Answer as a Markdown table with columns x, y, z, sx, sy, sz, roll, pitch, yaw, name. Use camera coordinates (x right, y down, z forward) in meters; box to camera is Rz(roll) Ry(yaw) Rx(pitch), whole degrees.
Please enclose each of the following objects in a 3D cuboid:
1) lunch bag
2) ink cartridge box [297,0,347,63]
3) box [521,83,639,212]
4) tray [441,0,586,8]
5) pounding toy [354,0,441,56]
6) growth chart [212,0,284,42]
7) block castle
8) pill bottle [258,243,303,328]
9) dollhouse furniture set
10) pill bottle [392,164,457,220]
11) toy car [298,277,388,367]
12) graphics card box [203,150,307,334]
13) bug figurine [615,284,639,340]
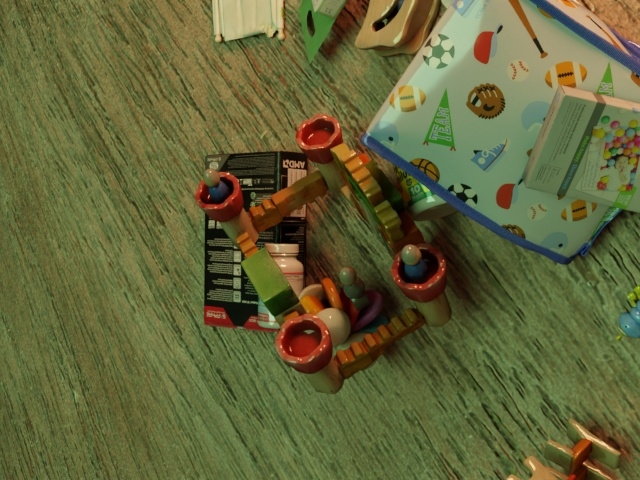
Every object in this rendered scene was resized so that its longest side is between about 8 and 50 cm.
| x | y | z | sx | sy | sz | roll | pitch | yaw | name |
| --- | --- | --- | --- | --- | --- | --- | --- | --- | --- |
| 0.315 | -0.185 | 1.267 | 0.385 | 0.239 | 0.327 | 34 | 118 | 1 | lunch bag |
| -0.001 | -0.482 | 1.631 | 0.235 | 0.056 | 0.171 | -50 | 39 | 42 | ink cartridge box |
| 0.386 | -0.119 | 1.154 | 0.038 | 0.186 | 0.145 | -88 | 12 | -57 | box |
| 0.324 | -0.376 | 1.407 | 0.270 | 0.030 | 0.145 | 53 | 124 | 29 | tray |
| 0.122 | -0.464 | 1.509 | 0.154 | 0.155 | 0.269 | 31 | 108 | 36 | pounding toy |
| -0.160 | -0.514 | 1.860 | 0.237 | 0.021 | 0.171 | 7 | 95 | 43 | growth chart |
| 0.000 | 0.000 | 1.453 | 0.303 | 0.212 | 0.453 | -31 | 50 | -3 | block castle |
| -0.076 | 0.086 | 1.649 | 0.087 | 0.087 | 0.160 | 1 | 91 | 43 | pill bottle |
| 0.340 | 0.443 | 1.272 | 0.135 | 0.262 | 0.259 | 34 | 146 | 36 | dollhouse furniture set |
| 0.180 | -0.148 | 1.483 | 0.118 | 0.118 | 0.208 | -26 | 74 | 40 | pill bottle |
| 0.052 | 0.137 | 1.579 | 0.136 | 0.182 | 0.159 | -46 | 27 | 5 | toy car |
| -0.140 | 0.000 | 1.797 | 0.233 | 0.094 | 0.370 | 1 | 92 | 42 | graphics card box |
| 0.547 | 0.133 | 1.178 | 0.279 | 0.072 | 0.216 | 50 | 121 | 31 | bug figurine |
